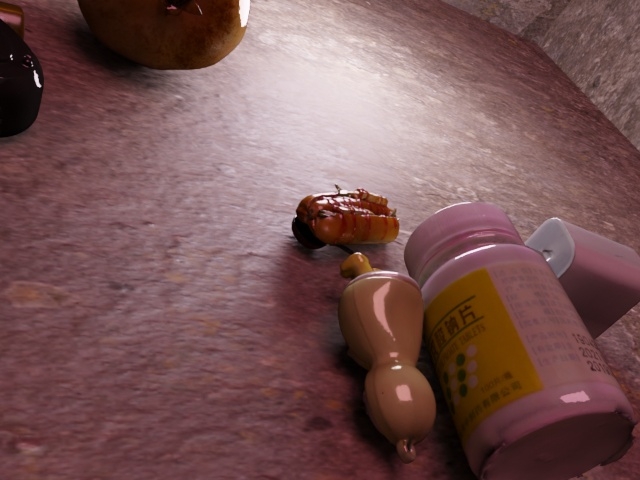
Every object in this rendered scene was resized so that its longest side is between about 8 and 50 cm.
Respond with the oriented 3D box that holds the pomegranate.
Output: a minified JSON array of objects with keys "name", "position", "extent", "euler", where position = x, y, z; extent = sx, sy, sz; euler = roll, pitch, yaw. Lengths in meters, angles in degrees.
[{"name":"pomegranate","position":[-0.263,-0.437,1.120],"extent":[0.319,0.319,0.319],"euler":[22,36,-17]}]

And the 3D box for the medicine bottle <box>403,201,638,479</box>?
[{"name":"medicine bottle","position":[0.256,0.136,0.914],"extent":[0.213,0.213,0.379],"euler":[15,38,-26]}]

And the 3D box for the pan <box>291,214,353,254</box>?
[{"name":"pan","position":[0.000,0.001,1.034],"extent":[0.115,0.023,0.068],"euler":[30,31,-17]}]

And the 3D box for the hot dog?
[{"name":"hot dog","position":[0.060,-0.043,1.069],"extent":[0.250,0.076,0.104],"euler":[-1,45,-51]}]

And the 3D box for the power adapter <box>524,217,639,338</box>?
[{"name":"power adapter","position":[0.428,0.066,1.164],"extent":[0.255,0.187,0.124],"euler":[18,36,-23]}]

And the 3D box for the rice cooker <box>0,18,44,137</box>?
[{"name":"rice cooker","position":[-0.458,-0.229,0.848],"extent":[0.203,0.118,0.142],"euler":[43,38,-1]}]

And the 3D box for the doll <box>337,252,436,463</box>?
[{"name":"doll","position":[0.084,0.149,0.856],"extent":[0.141,0.117,0.296],"euler":[46,33,-42]}]

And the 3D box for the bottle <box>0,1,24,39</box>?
[{"name":"bottle","position":[-0.571,-0.318,0.897],"extent":[0.286,0.082,0.082],"euler":[1,46,-39]}]
